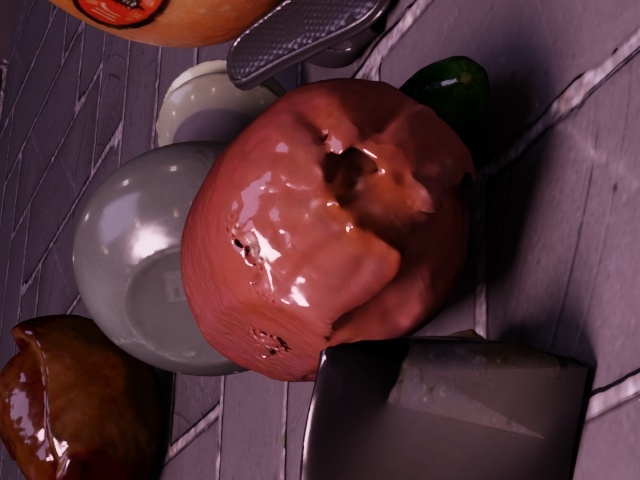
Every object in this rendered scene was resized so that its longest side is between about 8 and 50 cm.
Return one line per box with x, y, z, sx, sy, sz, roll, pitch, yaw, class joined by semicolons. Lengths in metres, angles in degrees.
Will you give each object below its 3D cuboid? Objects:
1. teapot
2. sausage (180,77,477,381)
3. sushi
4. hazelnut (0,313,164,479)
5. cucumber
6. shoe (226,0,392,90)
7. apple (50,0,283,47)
-0.079;-0.028;1.188;0.251;0.184;0.183;-88;17;-54;teapot
0.000;0.000;0.915;0.280;0.152;0.152;136;141;-76;sausage
0.027;0.170;0.804;0.109;0.134;0.272;-148;68;-73;sushi
-0.229;0.170;1.513;0.170;0.161;0.201;69;-158;-50;hazelnut
0.046;-0.068;1.001;0.284;0.056;0.056;162;116;-75;cucumber
0.001;-0.148;1.165;0.159;0.053;0.062;-25;55;34;shoe
-0.128;-0.321;1.209;0.338;0.305;0.338;-61;13;25;apple
